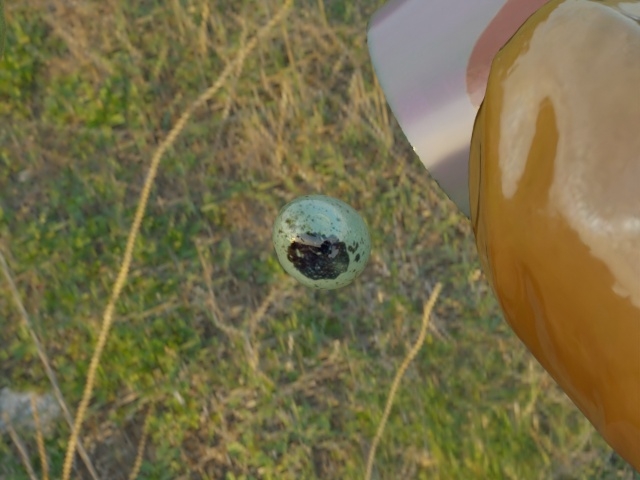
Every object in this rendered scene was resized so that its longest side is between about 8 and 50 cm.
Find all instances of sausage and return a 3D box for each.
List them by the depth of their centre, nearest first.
[{"bbox_3d":[0.135,0.011,0.440,0.120,0.136,0.241,-11,42,-33],"label":"sausage"}]

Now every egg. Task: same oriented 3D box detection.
[{"bbox_3d":[0.000,0.000,1.205,0.085,0.110,0.085,-9,66,22],"label":"egg"}]

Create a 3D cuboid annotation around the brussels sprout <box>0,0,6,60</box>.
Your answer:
[{"bbox_3d":[-0.348,-0.167,0.977,0.244,0.244,0.244,-6,50,7],"label":"brussels sprout"}]

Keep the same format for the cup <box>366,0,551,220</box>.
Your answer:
[{"bbox_3d":[0.175,-0.126,0.610,0.288,0.203,0.203,-31,45,23],"label":"cup"}]
